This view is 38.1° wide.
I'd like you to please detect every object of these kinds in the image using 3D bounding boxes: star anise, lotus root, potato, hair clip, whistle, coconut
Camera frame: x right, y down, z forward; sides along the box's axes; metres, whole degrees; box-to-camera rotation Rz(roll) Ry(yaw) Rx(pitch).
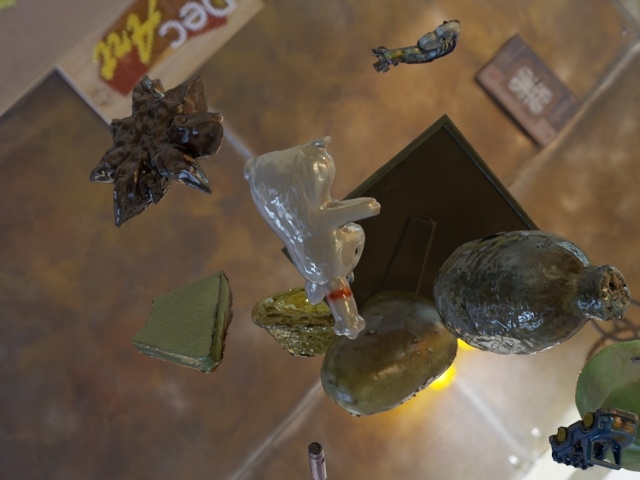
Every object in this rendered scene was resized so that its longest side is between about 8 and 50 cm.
[{"bbox_3d":[-0.297,-0.160,1.687,0.315,0.108,0.315,-13,-118,26],"label":"star anise"},{"bbox_3d":[0.263,0.065,1.237,0.175,0.175,0.349,-47,-169,-19],"label":"lotus root"},{"bbox_3d":[0.124,0.207,1.696,0.307,0.210,0.173,-34,138,-42],"label":"potato"},{"bbox_3d":[0.169,-0.333,1.588,0.172,0.049,0.116,-13,180,24],"label":"hair clip"},{"bbox_3d":[-0.007,0.465,1.937,0.033,0.033,0.176,-48,157,-24],"label":"whistle"},{"bbox_3d":[0.762,0.402,2.202,0.281,0.328,0.328,-17,-169,2],"label":"coconut"}]

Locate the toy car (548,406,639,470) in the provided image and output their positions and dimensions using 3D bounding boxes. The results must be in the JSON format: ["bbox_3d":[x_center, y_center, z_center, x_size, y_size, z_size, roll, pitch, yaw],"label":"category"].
[{"bbox_3d":[0.539,0.404,1.826,0.191,0.097,0.100,-49,-150,47],"label":"toy car"}]

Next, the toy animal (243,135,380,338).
[{"bbox_3d":[0.008,-0.013,1.301,0.138,0.282,0.140,-31,-170,-12],"label":"toy animal"}]

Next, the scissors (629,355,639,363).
[{"bbox_3d":[0.755,0.221,1.757,0.191,0.360,0.029,-168,-100,-82],"label":"scissors"}]

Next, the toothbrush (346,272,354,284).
[{"bbox_3d":[-0.007,-0.034,1.598,0.030,0.030,0.304,-41,-132,16],"label":"toothbrush"}]

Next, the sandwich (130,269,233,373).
[{"bbox_3d":[-0.280,0.189,1.844,0.212,0.063,0.245,-22,-146,18],"label":"sandwich"}]

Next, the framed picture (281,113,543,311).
[{"bbox_3d":[0.189,0.003,1.921,0.446,0.326,0.028,-39,180,5],"label":"framed picture"}]

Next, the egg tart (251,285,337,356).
[{"bbox_3d":[0.014,0.183,2.128,0.345,0.132,0.345,-9,-173,1],"label":"egg tart"}]
